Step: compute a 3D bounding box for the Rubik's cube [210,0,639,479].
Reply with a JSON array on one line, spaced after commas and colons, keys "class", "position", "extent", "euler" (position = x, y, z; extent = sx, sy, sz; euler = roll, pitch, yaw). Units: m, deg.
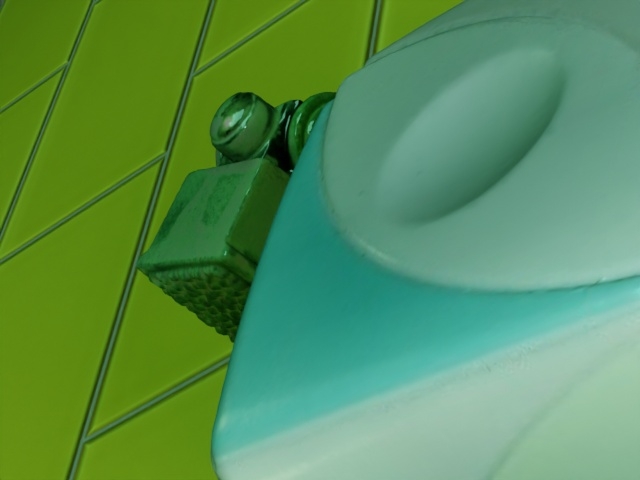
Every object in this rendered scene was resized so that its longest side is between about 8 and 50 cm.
[{"class": "Rubik's cube", "position": [0.187, 0.057, 0.991], "extent": [0.351, 0.347, 0.352], "euler": [-23, 33, 39]}]

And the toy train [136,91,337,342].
[{"class": "toy train", "position": [0.000, 0.000, 1.462], "extent": [0.145, 0.266, 0.202], "euler": [-6, 53, 53]}]
